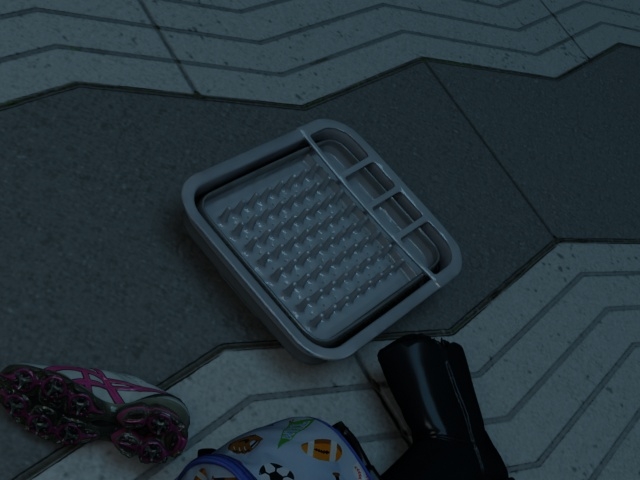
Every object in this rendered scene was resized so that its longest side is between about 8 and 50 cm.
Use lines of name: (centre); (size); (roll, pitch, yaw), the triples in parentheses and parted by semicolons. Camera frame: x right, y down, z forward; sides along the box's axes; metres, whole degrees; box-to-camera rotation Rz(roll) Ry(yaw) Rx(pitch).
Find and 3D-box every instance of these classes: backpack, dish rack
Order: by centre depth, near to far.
backpack: (-0.044, 0.275, 0.740); (0.213, 0.263, 0.276); (-20, 69, -43)
dish rack: (0.000, 0.000, 1.146); (0.285, 0.072, 0.333); (49, 43, 10)

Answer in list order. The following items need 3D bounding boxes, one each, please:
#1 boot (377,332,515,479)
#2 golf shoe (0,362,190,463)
boot: (0.101, 0.212, 1.014); (0.247, 0.094, 0.207); (2, 57, -41)
golf shoe: (-0.218, 0.158, 0.878); (0.186, 0.067, 0.086); (21, 14, -12)
